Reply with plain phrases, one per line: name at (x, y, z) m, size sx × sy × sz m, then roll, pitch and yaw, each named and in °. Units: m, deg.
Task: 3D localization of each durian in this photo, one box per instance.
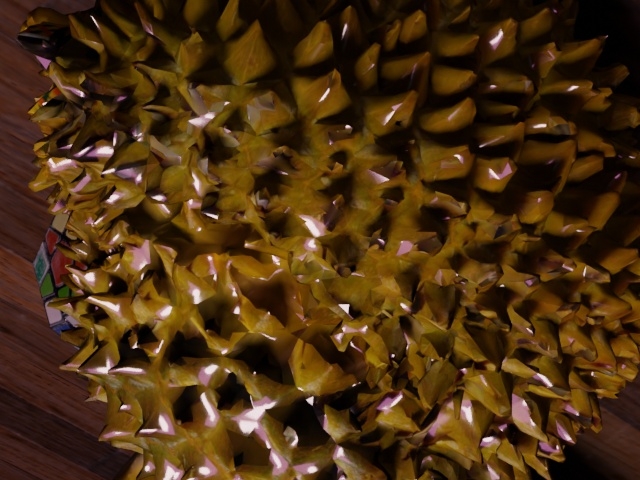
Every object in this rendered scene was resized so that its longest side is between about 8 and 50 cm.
durian at (0.010, 0.002, 0.579) m, size 0.258 × 0.258 × 0.293 m, roll 0°, pitch 131°, yaw 26°

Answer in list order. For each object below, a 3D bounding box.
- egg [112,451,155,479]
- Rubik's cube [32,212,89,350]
egg at (0.017, 0.236, 0.860) m, size 0.345 × 0.283 × 0.283 m, roll 19°, pitch 146°, yaw -5°
Rubik's cube at (-0.100, 0.017, 0.768) m, size 0.093 × 0.111 × 0.111 m, roll -29°, pitch 130°, yaw 13°
